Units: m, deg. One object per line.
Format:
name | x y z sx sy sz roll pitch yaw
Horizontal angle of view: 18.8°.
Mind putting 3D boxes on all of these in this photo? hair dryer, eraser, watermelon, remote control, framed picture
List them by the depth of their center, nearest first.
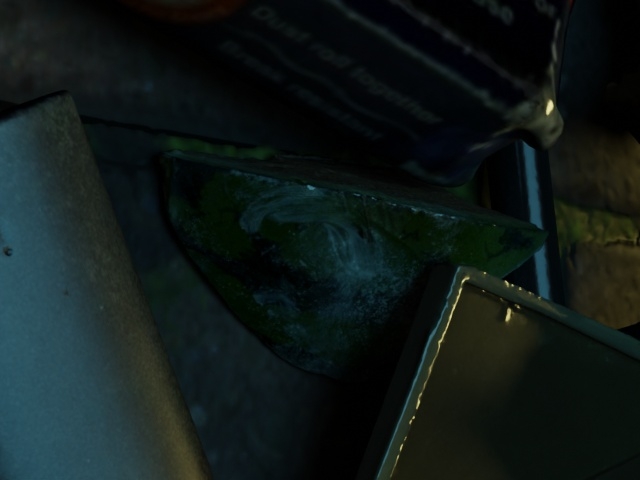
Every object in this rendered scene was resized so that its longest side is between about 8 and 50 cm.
remote control | -0.078 0.135 0.742 0.107 0.044 0.377 -26 101 -34
eraser | -0.030 -0.158 0.772 0.332 0.101 0.155 30 57 -30
watermelon | 0.000 0.003 0.824 0.155 0.080 0.101 16 110 -38
framed picture | 0.111 0.133 0.863 0.260 0.023 0.189 24 85 -40
hair dryer | 0.081 0.005 0.889 0.173 0.050 0.195 -17 91 -39

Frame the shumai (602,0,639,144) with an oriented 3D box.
shumai | 0.203 -0.116 0.949 0.206 0.166 0.175 44 86 -12
